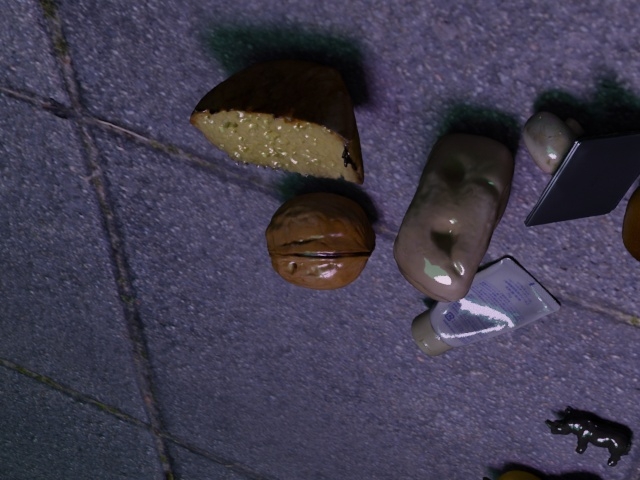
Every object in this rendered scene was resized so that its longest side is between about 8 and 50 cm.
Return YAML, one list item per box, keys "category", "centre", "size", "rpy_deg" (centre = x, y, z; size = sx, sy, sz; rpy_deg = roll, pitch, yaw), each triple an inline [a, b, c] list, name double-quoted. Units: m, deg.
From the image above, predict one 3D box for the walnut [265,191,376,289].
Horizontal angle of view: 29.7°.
- category: "walnut"
  centre: [0.000, 0.000, 1.757]
  size: [0.180, 0.144, 0.144]
  rpy_deg: [10, 141, 43]

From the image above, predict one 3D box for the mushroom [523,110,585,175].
- category: "mushroom"
  centre: [0.279, -0.118, 1.435]
  size: [0.083, 0.067, 0.083]
  rpy_deg: [50, 180, 0]

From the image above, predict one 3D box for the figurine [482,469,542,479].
- category: "figurine"
  centre: [0.392, 0.475, 2.076]
  size: [0.234, 0.127, 0.185]
  rpy_deg: [-14, 134, 36]

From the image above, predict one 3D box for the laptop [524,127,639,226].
- category: "laptop"
  centre: [0.326, -0.075, 1.429]
  size: [0.129, 0.016, 0.180]
  rpy_deg: [-8, 150, -18]

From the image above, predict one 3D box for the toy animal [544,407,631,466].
- category: "toy animal"
  centre: [0.417, 0.302, 1.887]
  size: [0.136, 0.047, 0.065]
  rpy_deg: [20, 140, 21]

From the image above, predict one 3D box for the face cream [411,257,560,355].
- category: "face cream"
  centre: [0.235, 0.101, 1.775]
  size: [0.114, 0.070, 0.224]
  rpy_deg: [42, 133, -15]

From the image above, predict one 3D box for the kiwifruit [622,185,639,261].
- category: "kiwifruit"
  centre: [0.404, -0.021, 1.457]
  size: [0.075, 0.075, 0.124]
  rpy_deg: [21, 141, 17]

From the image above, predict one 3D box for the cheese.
- category: "cheese"
  centre: [0.165, -0.022, 1.531]
  size: [0.117, 0.218, 0.235]
  rpy_deg: [20, 123, 8]

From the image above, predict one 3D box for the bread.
- category: "bread"
  centre: [-0.036, -0.167, 1.572]
  size: [0.260, 0.134, 0.129]
  rpy_deg: [16, 154, 32]
